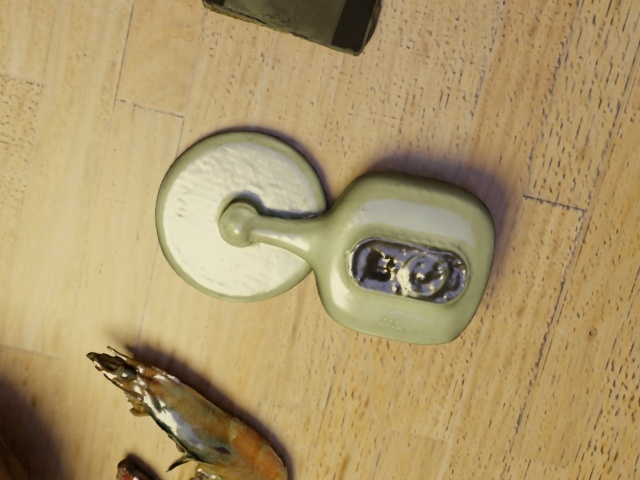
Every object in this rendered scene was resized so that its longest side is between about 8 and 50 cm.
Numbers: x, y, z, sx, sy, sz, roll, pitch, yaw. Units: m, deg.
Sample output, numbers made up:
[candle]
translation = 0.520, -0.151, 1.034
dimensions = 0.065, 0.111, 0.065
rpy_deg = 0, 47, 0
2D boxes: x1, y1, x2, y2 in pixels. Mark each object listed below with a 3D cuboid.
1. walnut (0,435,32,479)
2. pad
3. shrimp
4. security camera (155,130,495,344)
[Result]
[walnut]
translation = -0.361, 0.260, 0.848
dimensions = 0.227, 0.273, 0.273
rpy_deg = -39, 104, -28
[pad]
translation = 0.004, -0.276, 0.781
dimensions = 0.174, 0.022, 0.233
rpy_deg = 8, 106, -36
[shrimp]
translation = -0.139, 0.199, 0.927
dimensions = 0.143, 0.052, 0.251
rpy_deg = -40, 102, 12
[security camera]
translation = 0.000, 0.000, 0.867
dimensions = 0.302, 0.080, 0.157
rpy_deg = 12, 105, -1
